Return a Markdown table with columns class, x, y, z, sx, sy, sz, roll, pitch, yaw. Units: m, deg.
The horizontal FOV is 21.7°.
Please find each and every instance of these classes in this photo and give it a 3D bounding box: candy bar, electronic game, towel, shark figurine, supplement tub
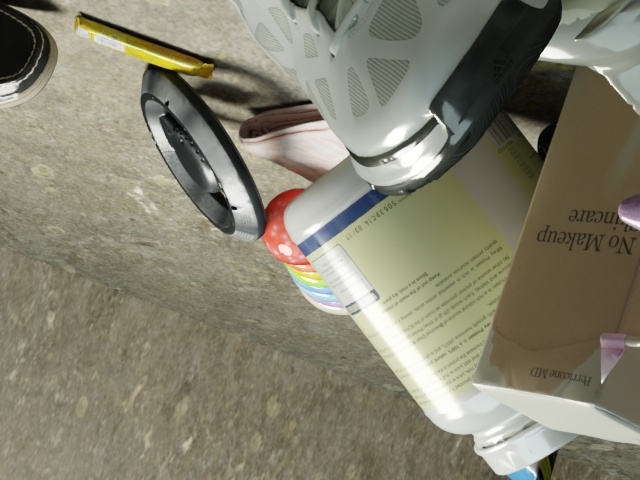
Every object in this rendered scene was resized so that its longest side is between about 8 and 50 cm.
| class | x | y | z | sx | sy | sz | roll | pitch | yaw |
| --- | --- | --- | --- | --- | --- | --- | --- | --- | --- |
| candy bar | -0.192 | -0.208 | 1.804 | 0.161 | 0.018 | 0.040 | 20 | 163 | -3 |
| electronic game | -0.133 | -0.097 | 1.889 | 0.229 | 0.048 | 0.229 | 50 | 163 | 22 |
| towel | 0.115 | -0.066 | 1.880 | 0.332 | 0.053 | 0.317 | 27 | 165 | -29 |
| shark figurine | 0.193 | -0.138 | 1.173 | 0.278 | 0.166 | 0.116 | -5 | 124 | 53 |
| supplement tub | 0.146 | 0.033 | 1.578 | 0.325 | 0.235 | 0.235 | 53 | 164 | 0 |

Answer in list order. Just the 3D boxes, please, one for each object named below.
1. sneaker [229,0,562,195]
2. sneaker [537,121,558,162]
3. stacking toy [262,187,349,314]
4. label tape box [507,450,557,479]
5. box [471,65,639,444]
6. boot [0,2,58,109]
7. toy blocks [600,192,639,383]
| class | x | y | z | sx | sy | sz | roll | pitch | yaw |
| --- | --- | --- | --- | --- | --- | --- | --- | --- | --- |
| sneaker | -0.021 | -0.181 | 1.123 | 0.257 | 0.169 | 0.447 | 35 | -178 | -18 |
| sneaker | 0.240 | -0.066 | 1.675 | 0.077 | 0.072 | 0.178 | 24 | 165 | 30 |
| stacking toy | 0.000 | 0.000 | 2.037 | 0.141 | 0.141 | 0.330 | 15 | 173 | 15 |
| label tape box | 0.257 | 0.204 | 2.125 | 0.115 | 0.347 | 0.249 | 16 | 166 | 14 |
| box | 0.257 | 0.005 | 1.394 | 0.121 | 0.311 | 0.148 | 30 | 163 | -38 |
| boot | -0.477 | -0.267 | 1.726 | 0.377 | 0.138 | 0.284 | 22 | 168 | 11 |
| toy blocks | 0.314 | -0.034 | 1.105 | 0.260 | 0.288 | 0.309 | 5 | 178 | 30 |
